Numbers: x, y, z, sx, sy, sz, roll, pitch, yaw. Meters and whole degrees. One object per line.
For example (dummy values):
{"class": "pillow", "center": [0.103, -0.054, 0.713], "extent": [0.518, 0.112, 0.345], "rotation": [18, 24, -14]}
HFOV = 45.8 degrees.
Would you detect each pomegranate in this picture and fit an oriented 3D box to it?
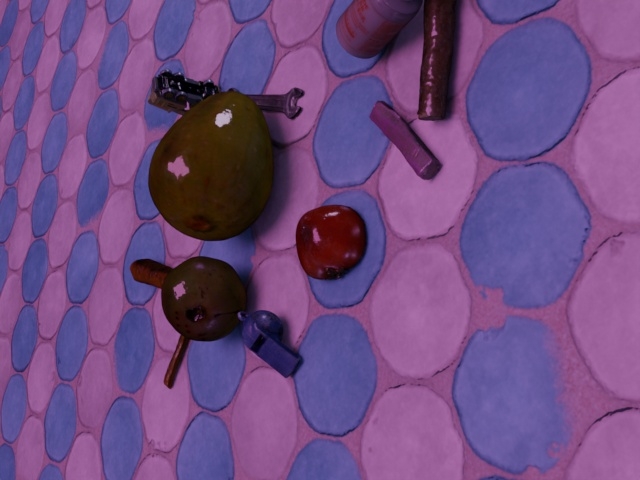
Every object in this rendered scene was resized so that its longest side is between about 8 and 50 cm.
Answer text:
{"class": "pomegranate", "center": [-0.245, 0.105, 1.602], "extent": [0.179, 0.179, 0.211], "rotation": [-47, 36, 30]}

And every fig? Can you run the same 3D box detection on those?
{"class": "fig", "center": [-0.220, -0.167, 1.590], "extent": [0.258, 0.258, 0.327], "rotation": [-13, 56, 47]}

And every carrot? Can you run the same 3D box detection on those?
{"class": "carrot", "center": [-0.370, 0.091, 1.826], "extent": [0.314, 0.066, 0.066], "rotation": [12, 88, 50]}

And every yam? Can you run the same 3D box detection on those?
{"class": "yam", "center": [0.201, -0.335, 1.288], "extent": [0.061, 0.061, 0.274], "rotation": [-4, 77, 49]}

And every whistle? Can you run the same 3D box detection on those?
{"class": "whistle", "center": [-0.099, 0.189, 1.484], "extent": [0.158, 0.090, 0.090], "rotation": [37, 113, 6]}

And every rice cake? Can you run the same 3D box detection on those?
{"class": "rice cake", "center": [0.144, -0.179, 1.324], "extent": [0.047, 0.036, 0.207], "rotation": [-47, 47, 18]}

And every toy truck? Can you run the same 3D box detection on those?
{"class": "toy truck", "center": [-0.334, -0.345, 1.834], "extent": [0.100, 0.168, 0.077], "rotation": [-41, 53, 44]}

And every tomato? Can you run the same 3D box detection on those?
{"class": "tomato", "center": [0.000, 0.000, 1.400], "extent": [0.159, 0.091, 0.139], "rotation": [-28, 58, 45]}

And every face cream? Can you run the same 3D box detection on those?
{"class": "face cream", "center": [0.122, -0.417, 1.317], "extent": [0.251, 0.101, 0.101], "rotation": [146, 126, -60]}

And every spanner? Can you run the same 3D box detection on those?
{"class": "spanner", "center": [-0.133, -0.309, 1.703], "extent": [0.301, 0.017, 0.071], "rotation": [13, 89, 50]}

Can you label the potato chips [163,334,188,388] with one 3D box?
{"class": "potato chips", "center": [-0.322, 0.254, 1.757], "extent": [0.037, 0.026, 0.204], "rotation": [37, 107, 34]}
